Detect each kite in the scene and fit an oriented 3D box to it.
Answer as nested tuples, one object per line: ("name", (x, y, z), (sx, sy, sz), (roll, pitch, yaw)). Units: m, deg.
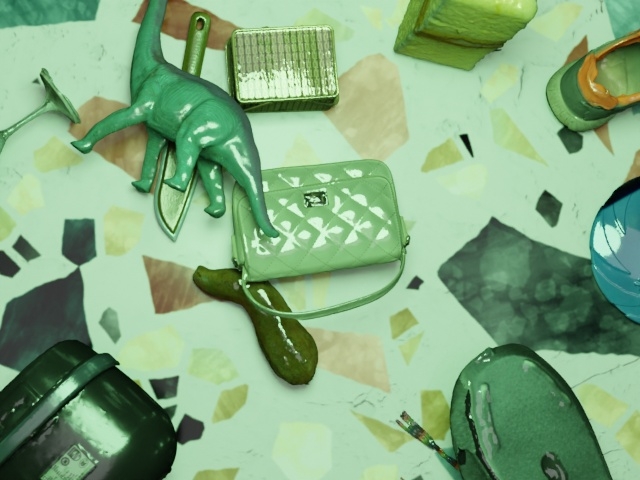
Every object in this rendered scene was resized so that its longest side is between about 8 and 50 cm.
("kite", (0.208, 0.334, 1.440), (0.198, 0.006, 0.244), (-43, 90, -9))

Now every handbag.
("handbag", (0.000, 0.000, 1.392), (0.256, 0.079, 0.219), (-8, 67, -7))

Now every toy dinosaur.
("toy dinosaur", (-0.155, -0.215, 1.379), (0.383, 0.129, 0.331), (22, 79, 17))

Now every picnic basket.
("picnic basket", (-0.054, -0.248, 1.438), (0.164, 0.079, 0.115), (-4, 84, -7))

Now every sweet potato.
("sweet potato", (-0.082, 0.108, 1.407), (0.081, 0.062, 0.233), (-42, 87, -8))

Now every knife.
("knife", (-0.192, -0.169, 1.440), (0.061, 0.027, 0.343), (12, 83, -8))

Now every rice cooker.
("rice cooker", (-0.319, 0.271, 1.266), (0.267, 0.267, 0.224), (-44, 86, -9))

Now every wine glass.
("wine glass", (-0.434, -0.154, 1.371), (0.183, 0.122, 0.122), (-39, 89, -13))

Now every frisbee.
("frisbee", (0.528, 0.014, 1.494), (0.242, 0.045, 0.242), (1, 83, -8))

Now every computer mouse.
("computer mouse", (0.303, 0.325, 1.394), (0.203, 0.114, 0.374), (-23, 85, -18))

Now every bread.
("bread", (0.192, -0.330, 1.383), (0.142, 0.266, 0.178), (-39, 90, -13))

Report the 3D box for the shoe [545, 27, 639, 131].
("shoe", (0.509, -0.274, 1.458), (0.336, 0.171, 0.132), (-21, 86, -8))
